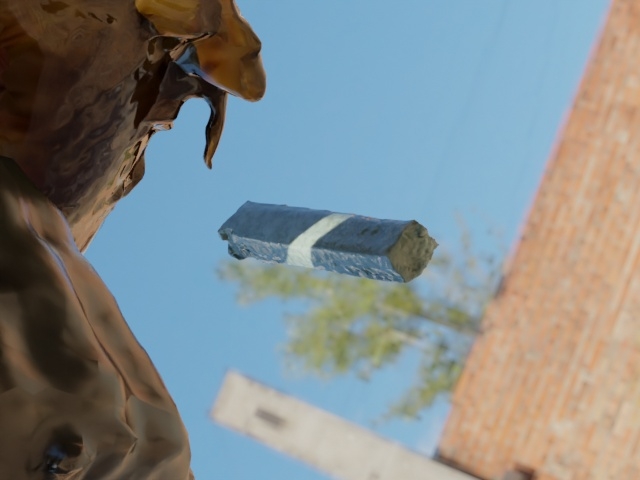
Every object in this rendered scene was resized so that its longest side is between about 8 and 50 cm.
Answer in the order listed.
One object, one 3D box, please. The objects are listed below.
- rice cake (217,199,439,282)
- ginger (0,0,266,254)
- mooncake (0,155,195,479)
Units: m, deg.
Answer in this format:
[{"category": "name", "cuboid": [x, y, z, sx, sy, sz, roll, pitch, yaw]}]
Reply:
[{"category": "rice cake", "cuboid": [0.000, 0.000, 0.720, 0.022, 0.121, 0.021, -47, -60, -23]}, {"category": "ginger", "cuboid": [-0.079, -0.109, 0.635, 0.418, 0.254, 0.176, -61, 29, 34]}, {"category": "mooncake", "cuboid": [-0.144, 0.084, 0.517, 0.228, 0.124, 0.228, -37, -17, -13]}]
